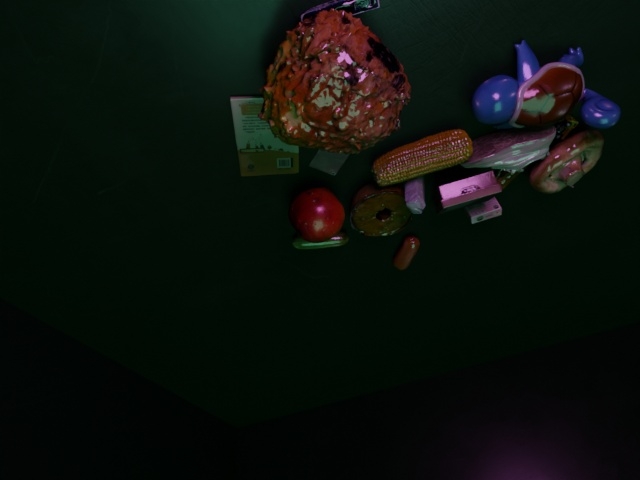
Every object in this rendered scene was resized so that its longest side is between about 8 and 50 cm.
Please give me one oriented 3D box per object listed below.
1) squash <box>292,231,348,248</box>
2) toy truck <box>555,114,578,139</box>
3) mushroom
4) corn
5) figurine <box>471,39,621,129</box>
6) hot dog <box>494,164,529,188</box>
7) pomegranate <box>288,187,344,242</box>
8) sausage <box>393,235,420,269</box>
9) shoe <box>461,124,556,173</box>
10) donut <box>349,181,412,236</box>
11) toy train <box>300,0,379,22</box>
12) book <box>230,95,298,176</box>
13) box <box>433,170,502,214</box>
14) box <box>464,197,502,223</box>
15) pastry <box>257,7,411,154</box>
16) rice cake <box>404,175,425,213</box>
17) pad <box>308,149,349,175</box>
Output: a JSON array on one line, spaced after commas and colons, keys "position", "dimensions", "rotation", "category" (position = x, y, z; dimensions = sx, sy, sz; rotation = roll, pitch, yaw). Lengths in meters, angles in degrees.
[{"position": [0.000, 0.000, 1.702], "dimensions": [0.239, 0.069, 0.069], "rotation": [-4, 137, -6], "category": "squash"}, {"position": [0.870, -0.405, 1.436], "dimensions": [0.054, 0.048, 0.083], "rotation": [5, 137, -18], "category": "toy truck"}, {"position": [0.906, -0.285, 1.491], "dimensions": [0.279, 0.145, 0.278], "rotation": [-16, 147, -10], "category": "mushroom"}, {"position": [0.346, -0.286, 1.408], "dimensions": [0.345, 0.131, 0.131], "rotation": [-17, 137, 9], "category": "corn"}, {"position": [0.691, -0.445, 1.269], "dimensions": [0.418, 0.242, 0.297], "rotation": [9, 148, 10], "category": "figurine"}, {"position": [0.749, -0.291, 1.526], "dimensions": [0.083, 0.068, 0.288], "rotation": [7, 134, -28], "category": "hot dog"}, {"position": [-0.011, -0.092, 1.511], "dimensions": [0.211, 0.209, 0.235], "rotation": [-22, 162, 13], "category": "pomegranate"}, {"position": [0.392, 0.057, 1.831], "dimensions": [0.077, 0.076, 0.197], "rotation": [4, 134, -15], "category": "sausage"}, {"position": [0.665, -0.300, 1.437], "dimensions": [0.317, 0.124, 0.159], "rotation": [-15, 137, 23], "category": "shoe"}, {"position": [0.236, -0.128, 1.587], "dimensions": [0.273, 0.107, 0.271], "rotation": [-4, 142, -3], "category": "donut"}, {"position": [0.049, -0.611, 1.064], "dimensions": [0.208, 0.047, 0.043], "rotation": [-14, 136, 6], "category": "toy train"}, {"position": [-0.176, -0.339, 1.337], "dimensions": [0.208, 0.020, 0.295], "rotation": [-4, 137, -6], "category": "book"}, {"position": [0.545, -0.176, 1.524], "dimensions": [0.216, 0.085, 0.215], "rotation": [-16, 175, 9], "category": "box"}, {"position": [0.670, -0.130, 1.668], "dimensions": [0.125, 0.089, 0.043], "rotation": [-17, 138, 10], "category": "box"}, {"position": [0.040, -0.421, 1.090], "dimensions": [0.406, 0.292, 0.337], "rotation": [2, 143, -10], "category": "pastry"}, {"position": [0.344, -0.189, 1.472], "dimensions": [0.063, 0.206, 0.069], "rotation": [-21, 134, 32], "category": "rice cake"}, {"position": [0.051, -0.312, 1.418], "dimensions": [0.113, 0.006, 0.187], "rotation": [17, 131, -25], "category": "pad"}]
